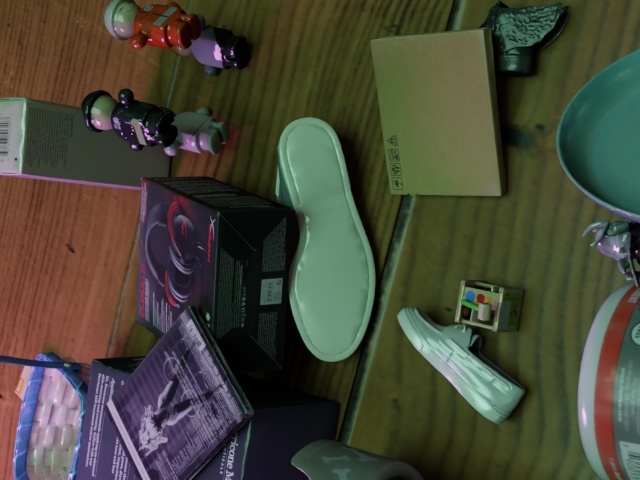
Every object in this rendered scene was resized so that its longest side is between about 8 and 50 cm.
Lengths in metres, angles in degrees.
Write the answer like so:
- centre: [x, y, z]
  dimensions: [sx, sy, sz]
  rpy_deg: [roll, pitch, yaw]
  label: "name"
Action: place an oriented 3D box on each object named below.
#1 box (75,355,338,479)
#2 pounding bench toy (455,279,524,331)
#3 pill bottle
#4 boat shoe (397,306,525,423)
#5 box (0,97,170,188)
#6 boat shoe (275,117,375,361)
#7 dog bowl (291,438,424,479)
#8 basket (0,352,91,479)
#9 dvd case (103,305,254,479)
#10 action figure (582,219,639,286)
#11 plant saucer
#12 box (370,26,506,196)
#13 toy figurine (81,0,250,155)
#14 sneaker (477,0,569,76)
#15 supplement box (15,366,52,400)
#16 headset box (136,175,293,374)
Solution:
- centre: [-0.169, 0.355, 1.470]
  dimensions: [0.313, 0.179, 0.343]
  rpy_deg: [11, 94, 40]
  label: "box"
- centre: [0.188, 0.076, 1.266]
  dimensions: [0.065, 0.083, 0.052]
  rpy_deg: [12, 94, 38]
  label: "pounding bench toy"
- centre: [0.440, 0.152, 0.979]
  dimensions: [0.363, 0.210, 0.210]
  rpy_deg: [4, 89, 38]
  label: "pill bottle"
- centre: [0.169, 0.135, 1.292]
  dimensions: [0.063, 0.066, 0.184]
  rpy_deg: [-50, 58, 12]
  label: "boat shoe"
- centre: [-0.351, -0.137, 1.589]
  dimensions: [0.094, 0.275, 0.113]
  rpy_deg: [4, 88, 39]
  label: "box"
- centre: [0.000, 0.000, 1.436]
  dimensions: [0.099, 0.116, 0.319]
  rpy_deg: [157, 105, -81]
  label: "boat shoe"
- centre: [0.042, 0.401, 1.208]
  dimensions: [0.102, 0.349, 0.348]
  rpy_deg: [-3, 84, 26]
  label: "dog bowl"
- centre: [-0.406, 0.297, 1.590]
  dimensions: [0.201, 0.289, 0.254]
  rpy_deg: [25, 102, 45]
  label: "basket"
- centre: [-0.184, 0.214, 1.361]
  dimensions: [0.221, 0.018, 0.164]
  rpy_deg: [-48, 60, 29]
  label: "dvd case"
- centre: [0.402, -0.017, 1.061]
  dimensions: [0.285, 0.185, 0.099]
  rpy_deg: [-5, 117, 24]
  label: "action figure"
- centre: [0.390, -0.106, 1.036]
  dimensions: [0.318, 0.317, 0.043]
  rpy_deg: [13, 139, 39]
  label: "plant saucer"
- centre: [0.144, -0.153, 1.317]
  dimensions: [0.165, 0.021, 0.201]
  rpy_deg: [3, 108, 39]
  label: "box"
- centre: [-0.220, -0.229, 1.534]
  dimensions: [0.148, 0.210, 0.212]
  rpy_deg: [16, 97, 27]
  label: "toy figurine"
- centre: [0.209, -0.245, 1.298]
  dimensions: [0.170, 0.051, 0.089]
  rpy_deg: [11, 93, 34]
  label: "sneaker"
- centre: [-0.463, 0.253, 1.802]
  dimensions: [0.098, 0.036, 0.062]
  rpy_deg: [34, 107, 35]
  label: "supplement box"
- centre: [-0.158, 0.036, 1.468]
  dimensions: [0.293, 0.110, 0.218]
  rpy_deg: [24, 113, 57]
  label: "headset box"
